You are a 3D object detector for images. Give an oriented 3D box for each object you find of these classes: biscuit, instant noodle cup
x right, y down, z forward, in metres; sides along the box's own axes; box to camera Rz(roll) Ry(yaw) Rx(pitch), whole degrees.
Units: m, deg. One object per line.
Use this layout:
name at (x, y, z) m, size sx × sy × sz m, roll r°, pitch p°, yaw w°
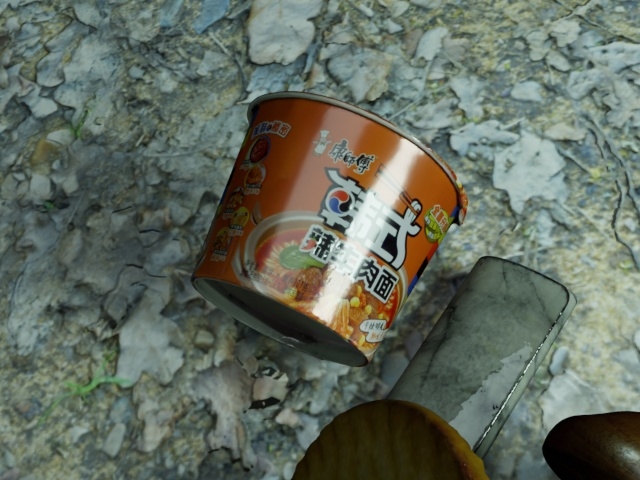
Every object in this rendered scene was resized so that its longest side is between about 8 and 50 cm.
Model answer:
biscuit at (0.038, 0.281, 0.735) m, size 0.318 × 0.040 × 0.318 m, roll -38°, pitch 43°, yaw 47°
instant noodle cup at (0.000, 0.000, 0.941) m, size 0.250 × 0.250 × 0.192 m, roll 18°, pitch 73°, yaw 25°

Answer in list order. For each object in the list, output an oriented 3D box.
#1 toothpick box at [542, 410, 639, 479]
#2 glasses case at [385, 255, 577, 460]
toothpick box at (0.209, 0.274, 0.730) m, size 0.192 × 0.192 × 0.294 m, roll 34°, pitch 78°, yaw 31°
glasses case at (0.127, 0.151, 0.902) m, size 0.114 × 0.060 × 0.299 m, roll 23°, pitch 65°, yaw 33°
